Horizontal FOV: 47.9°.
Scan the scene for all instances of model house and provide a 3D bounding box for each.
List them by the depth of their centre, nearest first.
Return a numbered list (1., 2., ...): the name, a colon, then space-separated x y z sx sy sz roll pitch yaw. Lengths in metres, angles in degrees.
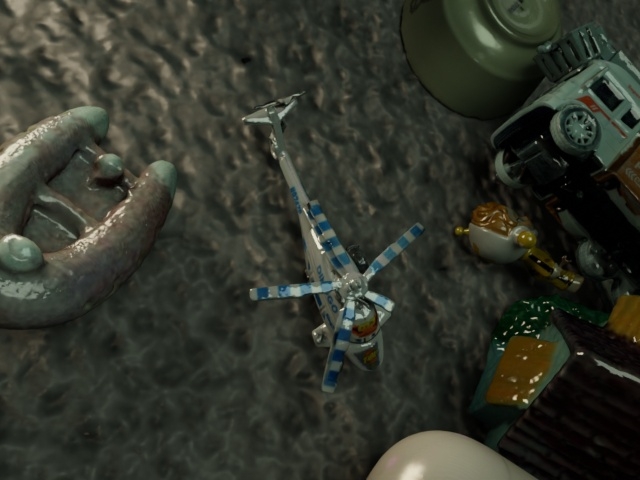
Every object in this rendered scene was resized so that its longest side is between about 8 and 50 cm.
1. model house: 0.317 0.152 0.688 0.281 0.248 0.230 27 65 5

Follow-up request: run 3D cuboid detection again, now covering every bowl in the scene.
1. bowl: 0.213 -0.267 0.883 0.212 0.112 0.211 7 71 -21

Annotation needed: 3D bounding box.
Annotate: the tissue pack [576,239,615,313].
1. tissue pack: 0.428 0.009 0.917 0.185 0.081 0.257 -17 82 -28

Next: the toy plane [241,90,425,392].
1. toy plane: -0.011 0.003 0.720 0.182 0.107 0.273 -39 82 -18

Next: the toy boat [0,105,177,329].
1. toy boat: -0.214 -0.026 0.605 0.155 0.085 0.227 41 50 -11

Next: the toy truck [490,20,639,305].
1. toy truck: 0.340 -0.077 0.797 0.184 0.133 0.338 -42 91 -22

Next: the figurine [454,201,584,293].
1. figurine: 0.230 0.010 0.826 0.143 0.101 0.068 31 97 -22

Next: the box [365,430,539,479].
1. box: 0.153 0.357 0.639 0.349 0.141 0.288 34 77 -13
